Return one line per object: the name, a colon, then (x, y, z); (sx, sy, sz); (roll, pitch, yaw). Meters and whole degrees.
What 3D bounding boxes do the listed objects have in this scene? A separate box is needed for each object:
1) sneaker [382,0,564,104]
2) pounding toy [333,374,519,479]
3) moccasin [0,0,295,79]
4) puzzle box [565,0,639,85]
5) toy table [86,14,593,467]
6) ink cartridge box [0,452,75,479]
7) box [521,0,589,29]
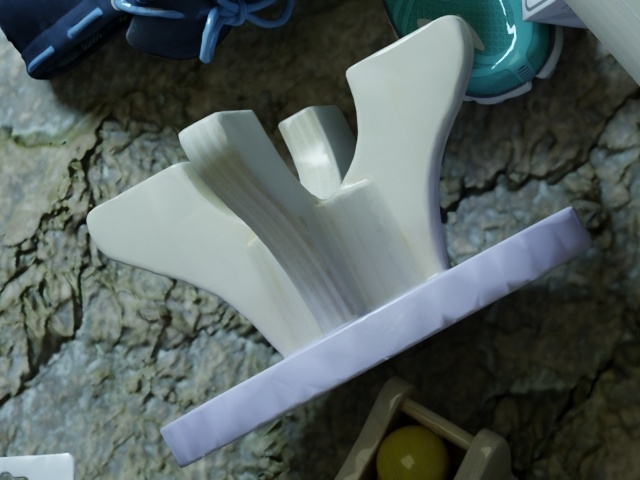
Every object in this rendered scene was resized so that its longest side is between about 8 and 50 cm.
sneaker: (0.055, -0.204, 1.166); (0.107, 0.110, 0.275); (-31, 71, 15)
pounding toy: (-0.014, 0.198, 1.099); (0.155, 0.154, 0.269); (30, 92, 24)
moccasin: (-0.083, -0.171, 1.194); (0.342, 0.138, 0.116); (-5, 102, 52)
puzzle box: (0.278, -0.141, 0.956); (0.272, 0.052, 0.409); (-41, 89, -17)
toy table: (0.000, 0.000, 1.094); (0.274, 0.252, 0.161); (-28, 87, 5)
ink cartridge box: (-0.187, 0.231, 1.215); (0.104, 0.061, 0.181); (-6, 79, 21)
box: (0.186, -0.281, 1.085); (0.169, 0.087, 0.290); (151, 120, -63)
